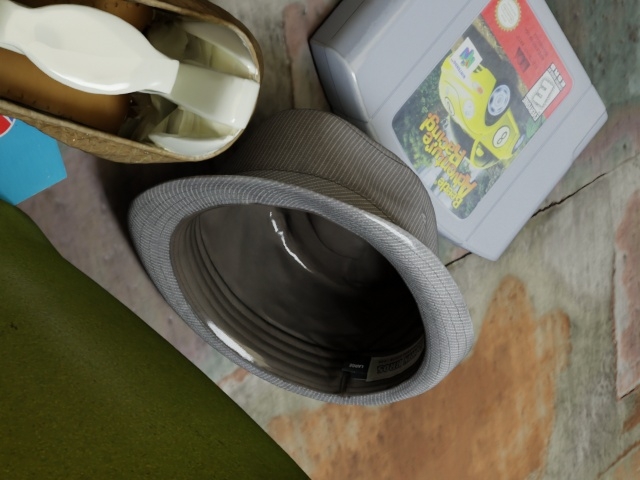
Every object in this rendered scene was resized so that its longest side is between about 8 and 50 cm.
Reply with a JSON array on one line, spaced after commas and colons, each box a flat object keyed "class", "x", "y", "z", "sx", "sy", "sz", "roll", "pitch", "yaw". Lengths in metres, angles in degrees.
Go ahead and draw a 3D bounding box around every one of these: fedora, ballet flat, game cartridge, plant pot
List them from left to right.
[{"class": "plant pot", "x": -0.184, "y": 0.171, "z": 0.808, "sx": 0.367, "sy": 0.353, "sz": 0.366, "roll": -29, "pitch": 151, "yaw": -18}, {"class": "ballet flat", "x": -0.115, "y": -0.103, "z": 0.840, "sx": 0.342, "sy": 0.124, "sz": 0.116, "roll": 14, "pitch": 94, "yaw": -53}, {"class": "fedora", "x": 0.000, "y": 0.000, "z": 1.045, "sx": 0.275, "sy": 0.244, "sz": 0.124, "roll": 56, "pitch": 43, "yaw": -40}, {"class": "game cartridge", "x": 0.117, "y": -0.116, "z": 1.176, "sx": 0.196, "sy": 0.060, "sz": 0.294, "roll": -49, "pitch": 134, "yaw": -6}]

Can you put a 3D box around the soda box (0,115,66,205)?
[{"class": "soda box", "x": -0.224, "y": -0.119, "z": 0.865, "sx": 0.071, "sy": 0.067, "sz": 0.210, "roll": -32, "pitch": 128, "yaw": -26}]
